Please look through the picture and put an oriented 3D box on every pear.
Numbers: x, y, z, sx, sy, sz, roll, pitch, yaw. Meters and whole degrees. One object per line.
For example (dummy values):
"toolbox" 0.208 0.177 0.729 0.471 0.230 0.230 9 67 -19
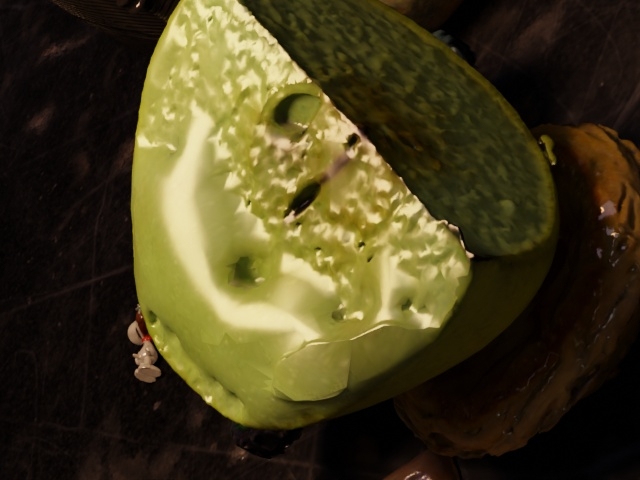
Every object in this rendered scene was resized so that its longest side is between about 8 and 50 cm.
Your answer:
"pear" 0.000 0.000 1.366 0.342 0.239 0.318 50 122 25

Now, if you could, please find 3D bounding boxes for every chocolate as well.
"chocolate" 0.072 0.216 1.490 0.101 0.031 0.064 -42 43 24

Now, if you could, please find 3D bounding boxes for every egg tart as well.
"egg tart" 0.168 0.044 1.417 0.295 0.116 0.294 -35 40 35

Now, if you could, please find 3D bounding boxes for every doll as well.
"doll" -0.185 0.106 1.898 0.058 0.040 0.085 -58 27 26

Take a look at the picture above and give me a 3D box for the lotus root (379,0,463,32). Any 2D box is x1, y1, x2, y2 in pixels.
"lotus root" 0.070 -0.286 1.766 0.260 0.149 0.267 -20 33 39

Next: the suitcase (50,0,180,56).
"suitcase" -0.184 -0.294 2.018 0.335 0.230 0.152 19 81 55

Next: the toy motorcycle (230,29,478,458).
"toy motorcycle" 0.006 -0.004 1.609 0.410 0.169 0.237 -63 26 -7
